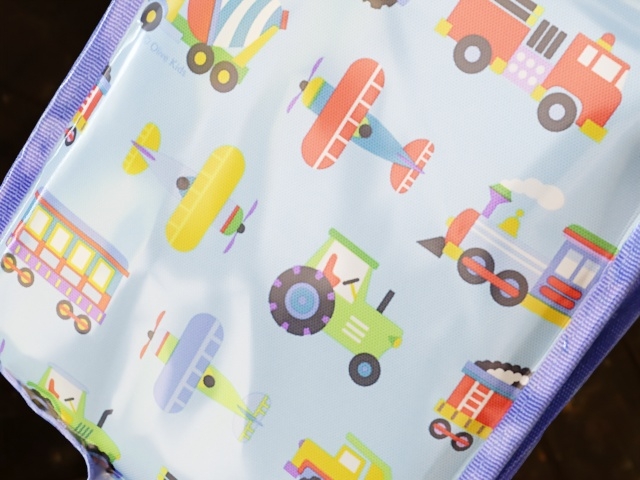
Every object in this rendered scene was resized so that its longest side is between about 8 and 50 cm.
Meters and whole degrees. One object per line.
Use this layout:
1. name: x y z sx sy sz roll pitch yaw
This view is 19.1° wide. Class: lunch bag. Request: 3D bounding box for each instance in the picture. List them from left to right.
1. lunch bag: 0.000 0.000 0.720 0.293 0.221 0.138 -53 -14 5
